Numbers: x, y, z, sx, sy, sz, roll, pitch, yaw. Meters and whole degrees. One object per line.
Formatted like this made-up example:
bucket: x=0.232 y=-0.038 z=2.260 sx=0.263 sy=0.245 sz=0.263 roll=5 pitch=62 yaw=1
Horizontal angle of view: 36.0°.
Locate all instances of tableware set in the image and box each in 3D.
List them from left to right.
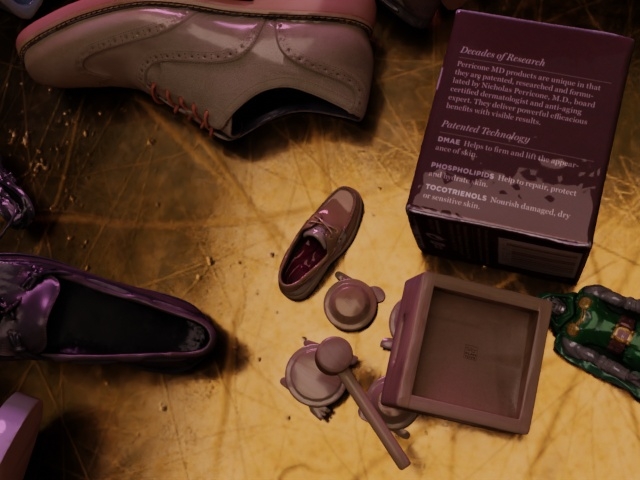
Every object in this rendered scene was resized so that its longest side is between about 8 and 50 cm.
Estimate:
tableware set: x=0.049 y=0.112 z=1.001 sx=0.141 sy=0.020 sz=0.168 roll=23 pitch=76 yaw=9

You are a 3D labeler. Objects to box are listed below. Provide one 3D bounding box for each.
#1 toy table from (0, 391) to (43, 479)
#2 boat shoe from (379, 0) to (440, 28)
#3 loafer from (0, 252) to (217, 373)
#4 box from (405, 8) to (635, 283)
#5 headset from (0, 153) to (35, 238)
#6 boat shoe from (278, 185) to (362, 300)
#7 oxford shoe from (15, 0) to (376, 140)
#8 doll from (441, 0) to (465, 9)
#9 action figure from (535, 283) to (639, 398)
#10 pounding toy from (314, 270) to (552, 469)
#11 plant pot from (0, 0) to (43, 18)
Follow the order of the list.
toy table: x=-0.394 y=0.256 z=0.942 sx=0.161 sy=0.252 sz=0.274 roll=22 pitch=69 yaw=-2
boat shoe: x=0.052 y=-0.310 z=1.080 sx=0.080 sy=0.073 sz=0.223 roll=-18 pitch=51 yaw=-35
loafer: x=-0.245 y=0.071 z=0.954 sx=0.303 sy=0.095 sz=0.109 roll=11 pitch=80 yaw=-21
box: x=0.191 y=-0.084 z=0.950 sx=0.167 sy=0.168 sz=0.203 roll=12 pitch=78 yaw=13
headset: x=-0.489 y=0.033 z=1.015 sx=0.394 sy=0.243 sz=0.185 roll=-28 pitch=76 yaw=-20
boat shoe: x=0.000 y=0.000 z=1.026 sx=0.050 sy=0.045 sz=0.135 roll=27 pitch=82 yaw=15
oxford shoe: x=-0.138 y=-0.183 z=1.053 sx=0.397 sy=0.140 sz=0.146 roll=-3 pitch=83 yaw=12
doll: x=0.136 y=-0.352 z=1.091 sx=0.129 sy=0.046 sz=0.189 roll=-27 pitch=69 yaw=14
action figure: x=0.314 y=0.103 z=0.941 sx=0.232 sy=0.063 sz=0.137 roll=22 pitch=84 yaw=18
pounding toy: x=0.092 y=0.125 z=0.934 sx=0.206 sy=0.094 sz=0.181 roll=14 pitch=80 yaw=-5
plant pot: x=-0.432 y=-0.442 z=1.121 sx=0.252 sy=0.248 sz=0.247 roll=22 pitch=81 yaw=31
